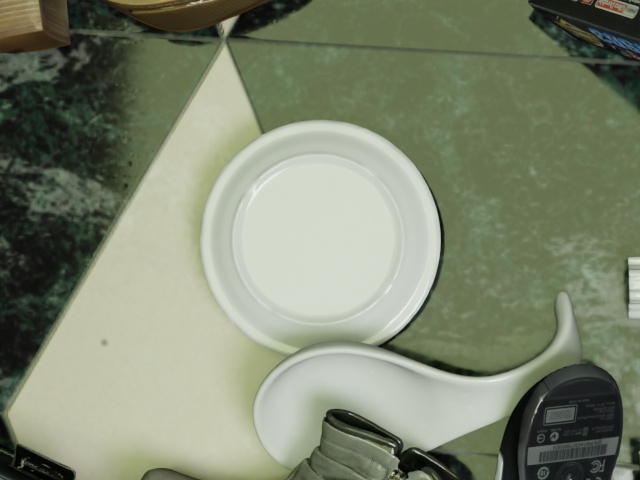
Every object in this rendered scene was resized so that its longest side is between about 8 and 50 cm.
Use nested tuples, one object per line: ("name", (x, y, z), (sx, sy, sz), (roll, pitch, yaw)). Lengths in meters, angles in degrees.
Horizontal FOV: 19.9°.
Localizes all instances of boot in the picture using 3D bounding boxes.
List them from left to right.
("boot", (-0.166, -0.284, 1.535), (0.283, 0.109, 0.220), (-8, 82, 14))
("boot", (-0.016, 0.198, 1.473), (0.246, 0.083, 0.161), (24, 110, -1))

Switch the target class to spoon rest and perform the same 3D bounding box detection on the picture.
("spoon rest", (0.080, 0.119, 1.474), (0.276, 0.084, 0.137), (-18, 122, 4))

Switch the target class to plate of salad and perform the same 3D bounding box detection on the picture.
("plate of salad", (0.000, 0.000, 1.517), (0.200, 0.048, 0.200), (0, 88, 4))

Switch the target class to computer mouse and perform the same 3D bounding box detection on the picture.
("computer mouse", (0.144, 0.219, 1.435), (0.184, 0.060, 0.262), (-9, 111, -23))

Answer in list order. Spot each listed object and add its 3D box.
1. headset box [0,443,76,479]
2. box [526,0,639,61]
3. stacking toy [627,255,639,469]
("headset box", (-0.277, 0.304, 1.496), (0.246, 0.131, 0.283), (26, 90, 7))
("box", (0.325, -0.262, 1.379), (0.073, 0.295, 0.293), (29, 92, -29))
("stacking toy", (0.329, 0.105, 1.428), (0.167, 0.052, 0.221), (-2, 59, 7))
